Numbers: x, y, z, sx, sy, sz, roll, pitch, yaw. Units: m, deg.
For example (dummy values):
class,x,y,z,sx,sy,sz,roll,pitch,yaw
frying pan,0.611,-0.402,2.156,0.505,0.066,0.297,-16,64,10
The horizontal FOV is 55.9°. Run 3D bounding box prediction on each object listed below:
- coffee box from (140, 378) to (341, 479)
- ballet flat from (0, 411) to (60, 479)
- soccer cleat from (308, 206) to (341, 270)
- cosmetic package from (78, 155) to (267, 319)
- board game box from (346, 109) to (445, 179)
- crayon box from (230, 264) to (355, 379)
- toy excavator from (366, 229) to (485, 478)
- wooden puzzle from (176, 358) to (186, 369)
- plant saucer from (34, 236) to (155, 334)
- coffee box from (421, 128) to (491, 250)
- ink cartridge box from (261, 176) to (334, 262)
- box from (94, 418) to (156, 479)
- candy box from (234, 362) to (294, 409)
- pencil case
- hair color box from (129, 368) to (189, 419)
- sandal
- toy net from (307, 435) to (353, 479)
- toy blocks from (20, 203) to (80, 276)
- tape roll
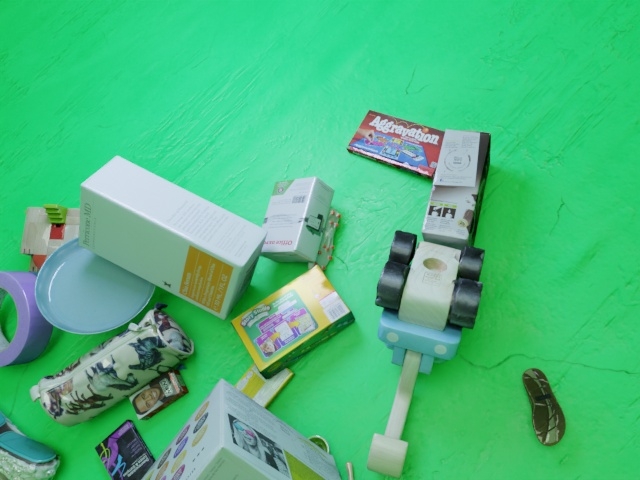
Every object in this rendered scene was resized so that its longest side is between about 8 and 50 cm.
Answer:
class,x,y,z,sx,sy,sz,roll,pitch,yaw
coffee box,-0.172,0.559,1.233,0.338,0.334,0.337,38,91,-13
ballet flat,-0.888,0.566,1.641,0.409,0.147,0.147,22,76,23
soccer cleat,0.000,0.000,1.666,0.076,0.068,0.196,4,72,44
cosmetic package,-0.392,-0.006,1.585,0.453,0.230,0.161,26,42,4
board game box,0.226,-0.277,1.717,0.281,0.027,0.145,23,74,29
crayon box,-0.072,0.210,1.567,0.278,0.081,0.165,-33,61,-5
toy excavator,0.224,0.263,1.414,0.222,0.445,0.433,12,33,12
wooden puzzle,-0.401,0.306,1.674,0.078,0.014,0.116,-15,65,14
plant saucer,-0.603,0.117,1.639,0.317,0.044,0.317,2,57,-3
coffee box,0.354,-0.115,1.552,0.119,0.168,0.297,10,72,19
ink cartridge box,-0.070,-0.053,1.646,0.160,0.092,0.219,-1,66,42
box,-0.508,0.571,1.583,0.116,0.029,0.162,-42,65,-4
candy box,-0.170,0.394,1.563,0.105,0.027,0.206,37,81,24
pencil case,-0.551,0.335,1.600,0.410,0.183,0.160,-32,40,4
hair color box,-0.433,0.414,1.618,0.141,0.043,0.072,-34,68,0
sandal,0.506,0.380,1.374,0.072,0.049,0.180,-10,51,5
toy net,0.037,0.573,1.421,0.232,0.045,0.122,35,80,25
toy blocks,-0.745,0.040,1.808,0.381,0.191,0.261,2,80,15
tape roll,-0.909,0.226,1.756,0.275,0.090,0.275,-1,87,25
